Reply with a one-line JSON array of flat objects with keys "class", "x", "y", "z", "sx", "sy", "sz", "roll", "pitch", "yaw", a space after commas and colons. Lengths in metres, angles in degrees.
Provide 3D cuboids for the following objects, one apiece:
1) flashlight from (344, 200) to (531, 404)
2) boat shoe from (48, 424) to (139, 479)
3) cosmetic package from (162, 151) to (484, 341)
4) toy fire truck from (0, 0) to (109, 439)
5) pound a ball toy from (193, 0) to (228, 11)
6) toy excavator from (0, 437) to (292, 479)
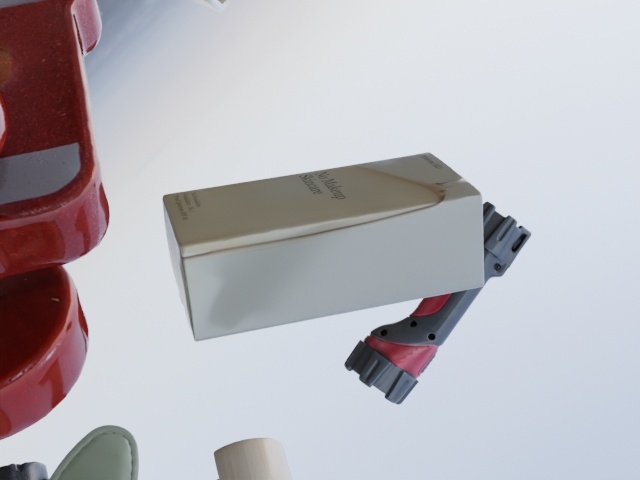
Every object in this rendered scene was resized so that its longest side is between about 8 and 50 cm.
[{"class": "flashlight", "x": 0.158, "y": 0.081, "z": 1.330, "sx": 0.304, "sy": 0.103, "sz": 0.103, "roll": -56, "pitch": -144, "yaw": -2}, {"class": "boat shoe", "x": -0.234, "y": 0.279, "z": 0.892, "sx": 0.069, "sy": 0.081, "sz": 0.227, "roll": 152, "pitch": -40, "yaw": -78}, {"class": "cosmetic package", "x": 0.000, "y": 0.000, "z": 1.007, "sx": 0.310, "sy": 0.113, "sz": 0.160, "roll": -11, "pitch": -156, "yaw": -13}, {"class": "toy fire truck", "x": -0.243, "y": -0.038, "z": 0.428, "sx": 0.302, "sy": 0.169, "sz": 0.253, "roll": -13, "pitch": -133, "yaw": -7}, {"class": "pound a ball toy", "x": -0.182, "y": -0.403, "z": 1.092, "sx": 0.136, "sy": 0.319, "sz": 0.208, "roll": -66, "pitch": 178, "yaw": -83}, {"class": "toy excavator", "x": -0.310, "y": 0.454, "z": 1.546, "sx": 0.433, "sy": 0.446, "sz": 0.222, "roll": -58, "pitch": -137, "yaw": 48}]
